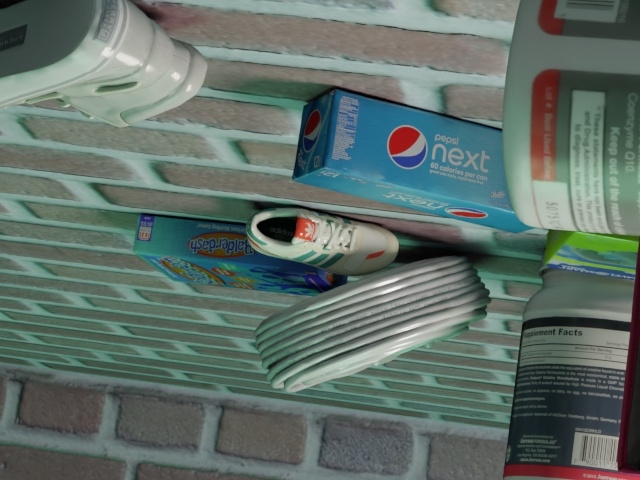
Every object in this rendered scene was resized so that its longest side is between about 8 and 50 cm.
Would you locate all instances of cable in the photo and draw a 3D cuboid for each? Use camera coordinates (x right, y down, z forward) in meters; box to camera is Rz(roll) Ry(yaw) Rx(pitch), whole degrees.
[{"bbox_3d":[0.057,0.085,2.005,0.257,0.089,0.257,-15,173,-35],"label":"cable"}]

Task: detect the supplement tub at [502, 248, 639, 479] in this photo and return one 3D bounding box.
[{"bbox_3d":[0.292,0.153,1.909,0.191,0.272,0.191,9,169,2],"label":"supplement tub"}]

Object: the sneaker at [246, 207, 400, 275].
[{"bbox_3d":[0.000,0.000,1.916,0.161,0.057,0.075,10,174,5],"label":"sneaker"}]

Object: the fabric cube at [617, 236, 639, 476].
[{"bbox_3d":[0.434,0.090,1.545,0.258,0.254,0.259,16,166,-32],"label":"fabric cube"}]

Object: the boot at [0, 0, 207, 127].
[{"bbox_3d":[-0.204,-0.118,1.387,0.258,0.095,0.123,-3,157,43],"label":"boot"}]

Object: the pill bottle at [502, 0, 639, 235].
[{"bbox_3d":[0.259,-0.076,1.091,0.283,0.161,0.161,6,168,17],"label":"pill bottle"}]

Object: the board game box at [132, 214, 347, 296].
[{"bbox_3d":[-0.086,0.020,2.105,0.210,0.047,0.160,6,169,14],"label":"board game box"}]

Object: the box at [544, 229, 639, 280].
[{"bbox_3d":[0.275,0.001,1.761,0.109,0.042,0.178,9,168,-1],"label":"box"}]

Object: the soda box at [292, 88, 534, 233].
[{"bbox_3d":[0.088,-0.062,1.523,0.210,0.067,0.071,13,168,-20],"label":"soda box"}]
